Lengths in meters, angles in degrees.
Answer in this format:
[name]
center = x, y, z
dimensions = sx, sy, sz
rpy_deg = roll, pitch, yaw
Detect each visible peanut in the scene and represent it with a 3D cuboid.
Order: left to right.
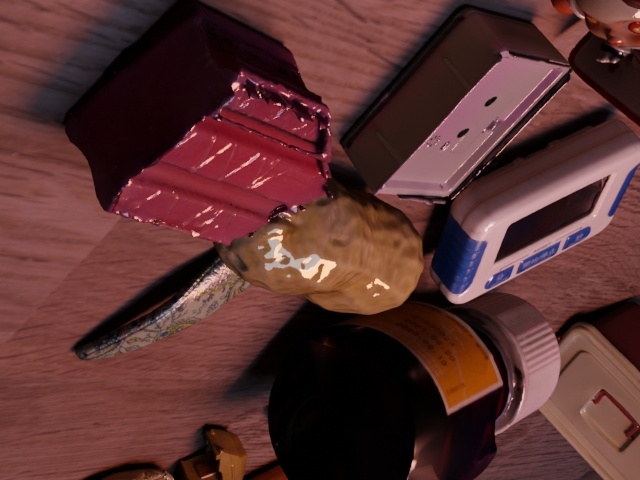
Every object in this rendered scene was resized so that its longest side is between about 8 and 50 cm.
[peanut]
center = 0.000, 0.000, 1.498
dimensions = 0.130, 0.130, 0.290
rpy_deg = -42, 153, 14

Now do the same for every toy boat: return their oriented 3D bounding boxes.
[toy boat]
center = -0.141, 0.295, 1.935
dimensions = 0.077, 0.057, 0.200
rpy_deg = -16, 150, -24

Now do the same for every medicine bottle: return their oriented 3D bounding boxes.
[medicine bottle]
center = 0.131, 0.188, 1.870
dimensions = 0.242, 0.242, 0.395
rpy_deg = -49, 158, 29

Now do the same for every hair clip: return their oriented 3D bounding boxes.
[hair clip]
center = -0.136, 0.061, 1.533
dimensions = 0.229, 0.036, 0.066
rpy_deg = -32, 149, -7

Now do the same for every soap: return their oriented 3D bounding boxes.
[soap]
center = -0.076, -0.080, 1.274
dimensions = 0.162, 0.099, 0.250
rpy_deg = -42, 155, 15

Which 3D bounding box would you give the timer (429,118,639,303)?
[timer]
center = 0.243, -0.039, 1.789
dimensions = 0.253, 0.078, 0.178
rpy_deg = -24, 152, -25

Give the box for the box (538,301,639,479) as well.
[box]
center = 0.483, 0.243, 2.382
dimensions = 0.167, 0.294, 0.193
rpy_deg = -28, 158, -42

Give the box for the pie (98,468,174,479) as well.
[pie]
center = -0.251, 0.340, 1.878
dimensions = 0.185, 0.052, 0.218
rpy_deg = -21, 150, -26

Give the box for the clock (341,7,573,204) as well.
[clock]
center = 0.130, -0.125, 1.488
dimensions = 0.192, 0.071, 0.147
rpy_deg = -48, 153, 26

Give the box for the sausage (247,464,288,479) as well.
[sausage]
center = -0.099, 0.371, 2.085
dimensions = 0.312, 0.093, 0.093
rpy_deg = -24, 154, -23

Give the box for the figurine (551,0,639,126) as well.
[figurine]
center = 0.292, -0.225, 1.422
dimensions = 0.160, 0.183, 0.226
rpy_deg = -47, 142, 4
